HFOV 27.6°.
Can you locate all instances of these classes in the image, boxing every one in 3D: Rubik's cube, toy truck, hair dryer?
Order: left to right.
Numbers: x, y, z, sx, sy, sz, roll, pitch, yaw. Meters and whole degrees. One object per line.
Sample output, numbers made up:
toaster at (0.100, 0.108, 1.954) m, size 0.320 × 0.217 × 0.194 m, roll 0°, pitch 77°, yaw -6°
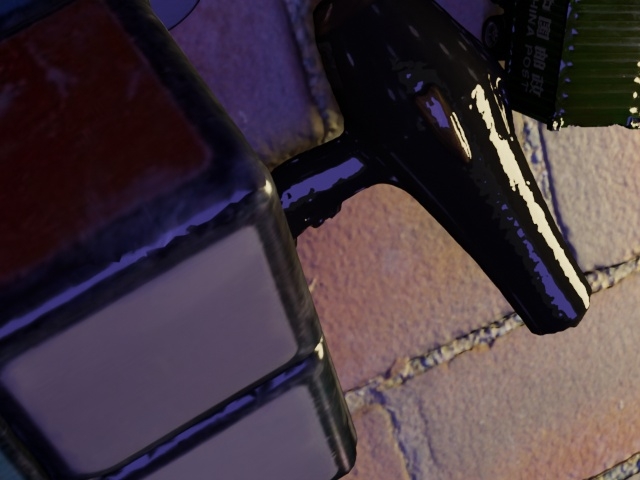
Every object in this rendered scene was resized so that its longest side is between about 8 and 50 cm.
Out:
Rubik's cube at (-0.198, 0.026, 0.721) m, size 0.318 × 0.313 × 0.316 m, roll -30°, pitch 147°, yaw -11°
hair dryer at (0.000, 0.000, 0.970) m, size 0.359 × 0.120 × 0.303 m, roll -31°, pitch 105°, yaw 4°
toy truck at (0.186, -0.220, 0.958) m, size 0.088 × 0.121 × 0.259 m, roll -4°, pitch 110°, yaw -23°

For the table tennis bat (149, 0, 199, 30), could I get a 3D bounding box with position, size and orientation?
table tennis bat at (-0.108, -0.199, 0.902) m, size 0.158 × 0.014 × 0.095 m, roll -37°, pitch 117°, yaw -5°
